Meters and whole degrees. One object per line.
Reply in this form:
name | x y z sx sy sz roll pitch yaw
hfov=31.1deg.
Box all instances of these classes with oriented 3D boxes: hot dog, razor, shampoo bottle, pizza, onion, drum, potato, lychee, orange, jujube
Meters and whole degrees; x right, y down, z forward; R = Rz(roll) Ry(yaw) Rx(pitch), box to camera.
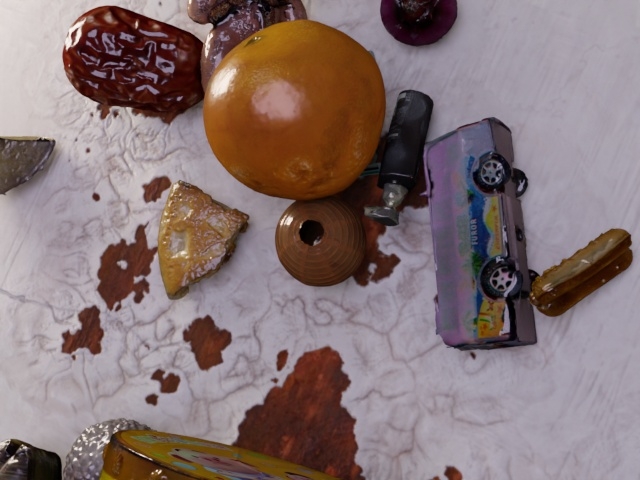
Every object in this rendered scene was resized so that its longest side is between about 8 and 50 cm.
hot dog | 0.354 0.045 1.560 0.165 0.071 0.045 -32 48 -11
razor | 0.073 -0.189 1.723 0.068 0.037 0.191 -6 78 37
shampoo bottle | 0.114 -0.117 1.656 0.063 0.057 0.208 13 66 5
pizza | -0.178 -0.012 1.760 0.161 0.062 0.182 -18 70 20
onion | 0.144 -0.344 1.697 0.115 0.104 0.115 2 97 14
drum | -0.093 0.398 1.467 0.431 0.431 0.214 14 84 19
potato | -0.521 -0.127 1.884 0.172 0.089 0.101 -4 100 -15
lychee | -0.292 0.346 1.667 0.165 0.165 0.197 -16 43 14
orange | -0.038 -0.185 1.617 0.261 0.261 0.261 -3 79 16
jujube | -0.284 -0.279 1.794 0.230 0.155 0.155 12 84 12

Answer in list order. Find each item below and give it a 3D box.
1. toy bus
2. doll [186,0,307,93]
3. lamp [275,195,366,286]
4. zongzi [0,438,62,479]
toy bus | 0.223 -0.006 1.612 0.137 0.112 0.317 -11 76 25
doll | -0.091 -0.353 1.728 0.201 0.156 0.303 14 81 -21
lamp | 0.000 0.000 1.662 0.136 0.136 0.136 -3 79 16
zongzi | -0.546 0.445 1.744 0.317 0.154 0.289 -1 72 23
